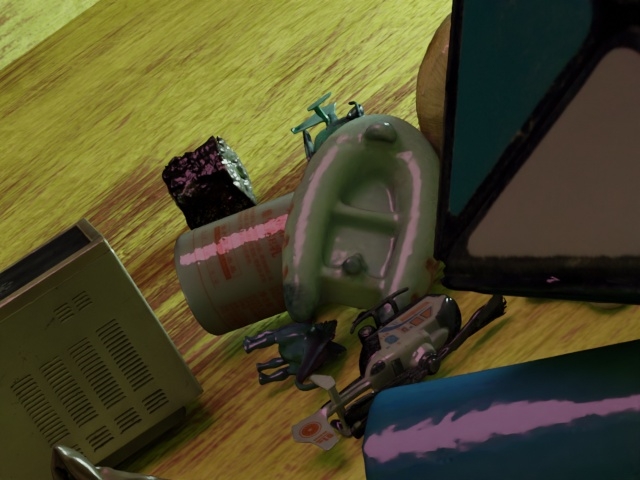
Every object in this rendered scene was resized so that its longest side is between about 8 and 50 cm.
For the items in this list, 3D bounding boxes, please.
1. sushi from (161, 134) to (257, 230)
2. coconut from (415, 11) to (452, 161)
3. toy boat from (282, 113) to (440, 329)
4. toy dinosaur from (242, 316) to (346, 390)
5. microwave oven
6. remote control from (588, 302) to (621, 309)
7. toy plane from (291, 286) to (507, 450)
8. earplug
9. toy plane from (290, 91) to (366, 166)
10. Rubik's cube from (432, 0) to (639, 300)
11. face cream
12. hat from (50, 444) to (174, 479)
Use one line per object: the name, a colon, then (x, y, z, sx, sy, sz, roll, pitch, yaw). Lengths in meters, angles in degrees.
sushi: (-0.117, -0.054, 1.753, 0.084, 0.098, 0.094, -32, 40, 5)
coconut: (0.169, -0.126, 1.415, 0.194, 0.194, 0.194, -26, 22, 11)
toy boat: (0.039, -0.019, 1.349, 0.134, 0.079, 0.208, 11, 61, 9)
toy dinosaur: (-0.020, 0.090, 1.351, 0.080, 0.045, 0.197, -20, 14, 0)
microwave oven: (-0.247, 0.124, 1.376, 0.240, 0.194, 0.145, -34, 17, -9)
remote control: (0.204, 0.019, 1.240, 0.074, 0.032, 0.122, -41, 23, -25)
toy plane: (0.051, 0.095, 1.247, 0.197, 0.053, 0.078, -35, 31, -24)
earplug: (0.175, 0.119, 0.942, 0.273, 0.132, 0.132, -17, 25, 21)
toy plane: (0.020, -0.102, 1.717, 0.096, 0.060, 0.235, -40, 24, 12)
Rubik's cube: (0.266, -0.101, 0.927, 0.307, 0.305, 0.310, 3, 1, -38)
face cream: (0.000, 0.000, 1.448, 0.251, 0.101, 0.101, -20, 23, 12)
hat: (-0.128, 0.242, 1.121, 0.144, 0.166, 0.173, 105, -178, -75)
